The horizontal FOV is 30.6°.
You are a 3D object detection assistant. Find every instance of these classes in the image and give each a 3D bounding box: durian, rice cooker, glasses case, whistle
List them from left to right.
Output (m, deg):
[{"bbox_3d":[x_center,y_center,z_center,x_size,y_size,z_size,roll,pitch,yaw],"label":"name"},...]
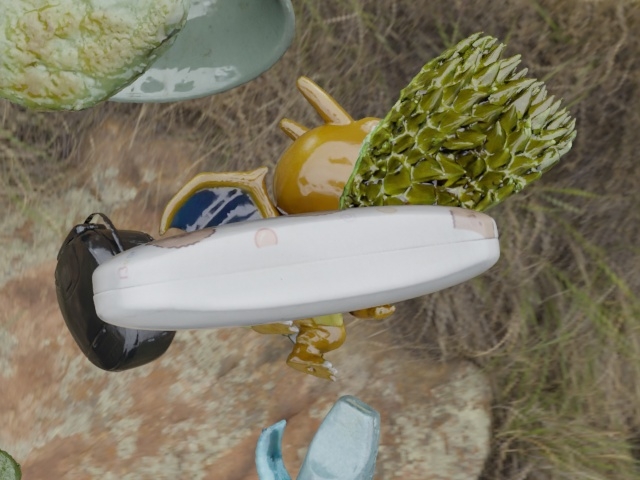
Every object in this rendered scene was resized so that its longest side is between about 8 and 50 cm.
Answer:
[{"bbox_3d":[-0.253,0.065,1.447,0.118,0.142,0.203,-3,57,-39],"label":"rice cooker"},{"bbox_3d":[-0.008,0.010,0.463,0.164,0.063,0.041,-8,88,-18],"label":"glasses case"},{"bbox_3d":[0.002,0.295,1.258,0.093,0.186,0.274,-7,120,-52],"label":"whistle"},{"bbox_3d":[0.116,-0.087,1.201,0.394,0.198,0.163,-42,97,-33],"label":"durian"}]

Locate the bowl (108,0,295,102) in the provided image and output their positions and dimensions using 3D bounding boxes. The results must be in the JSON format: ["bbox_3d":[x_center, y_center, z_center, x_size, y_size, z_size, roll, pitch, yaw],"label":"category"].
[{"bbox_3d":[-0.170,-0.258,1.116,0.289,0.289,0.146,2,68,-15],"label":"bowl"}]

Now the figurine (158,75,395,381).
[{"bbox_3d":[-0.015,-0.020,1.729,0.401,0.268,0.387,40,62,-32],"label":"figurine"}]

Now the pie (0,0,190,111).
[{"bbox_3d":[-0.164,-0.164,0.682,0.186,0.041,0.187,2,115,4],"label":"pie"}]

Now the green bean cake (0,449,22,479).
[{"bbox_3d":[-0.516,0.329,1.400,0.249,0.156,0.247,27,47,-2],"label":"green bean cake"}]
